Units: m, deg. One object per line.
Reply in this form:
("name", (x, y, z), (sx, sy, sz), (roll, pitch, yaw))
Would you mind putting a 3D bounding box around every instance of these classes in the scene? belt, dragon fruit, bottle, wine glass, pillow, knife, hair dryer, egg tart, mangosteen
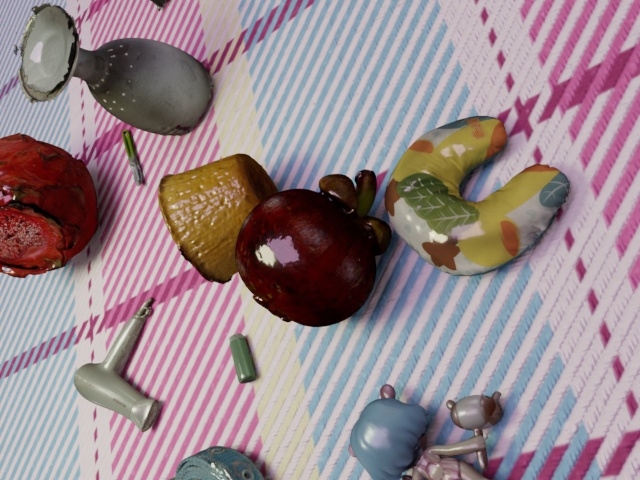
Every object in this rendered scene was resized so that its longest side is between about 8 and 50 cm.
("belt", (-0.157, 0.404, 0.954), (0.163, 0.082, 0.147), (48, 116, 25))
("dragon fruit", (-0.649, -0.079, 1.324), (0.295, 0.295, 0.301), (-42, 54, 20))
("bottle", (-0.135, 0.202, 1.025), (0.030, 0.030, 0.083), (-34, 59, 25))
("wine glass", (-0.380, -0.314, 1.152), (0.190, 0.357, 0.190), (-1, 88, 30))
("pillow", (0.200, -0.064, 0.824), (0.214, 0.086, 0.233), (-40, 54, 9))
("knife", (-0.425, -0.186, 1.352), (0.022, 0.026, 0.184), (-17, 58, -11))
("hair dryer", (-0.370, 0.229, 1.185), (0.206, 0.075, 0.237), (15, 79, 31))
("egg tart", (-0.163, -0.046, 1.010), (0.171, 0.215, 0.215), (-29, 62, 15))
("mangosteen", (0.000, 0.000, 0.880), (0.215, 0.215, 0.257), (28, 75, 38))

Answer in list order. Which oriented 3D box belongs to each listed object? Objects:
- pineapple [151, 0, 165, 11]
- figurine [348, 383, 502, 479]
("pineapple", (-0.376, -0.685, 1.384), (0.158, 0.158, 0.278), (33, 109, 38))
("figurine", (0.154, 0.272, 0.745), (0.260, 0.103, 0.205), (30, 96, 39))
